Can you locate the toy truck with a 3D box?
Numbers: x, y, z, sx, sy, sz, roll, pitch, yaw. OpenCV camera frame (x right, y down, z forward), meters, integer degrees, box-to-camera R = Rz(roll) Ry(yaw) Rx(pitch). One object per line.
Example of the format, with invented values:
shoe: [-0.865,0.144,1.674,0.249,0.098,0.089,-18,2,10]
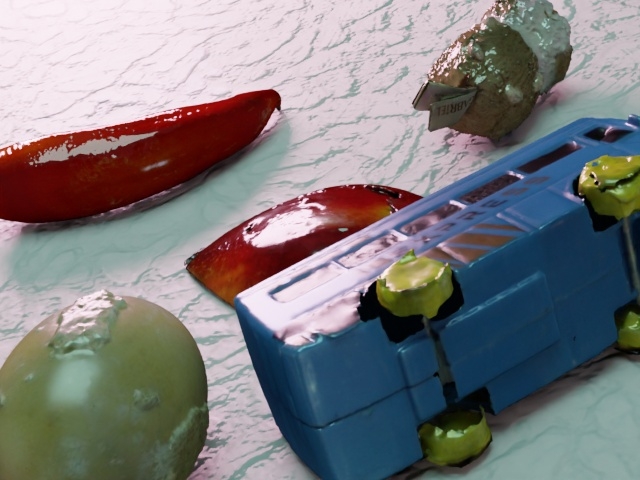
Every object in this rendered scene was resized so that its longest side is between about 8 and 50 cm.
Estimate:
toy truck: [0.131,0.034,1.130,0.384,0.161,0.162,-27,27,-18]

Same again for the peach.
peach: [0.001,-0.003,1.307,0.279,0.068,0.189,-1,34,17]

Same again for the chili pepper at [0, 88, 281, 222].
chili pepper: [-0.205,-0.080,1.487,0.368,0.092,0.137,-11,15,-9]

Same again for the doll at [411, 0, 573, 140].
doll: [0.166,-0.157,1.434,0.115,0.105,0.221,-34,11,48]

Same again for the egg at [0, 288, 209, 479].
egg: [-0.162,0.126,1.096,0.164,0.164,0.201,1,32,20]
